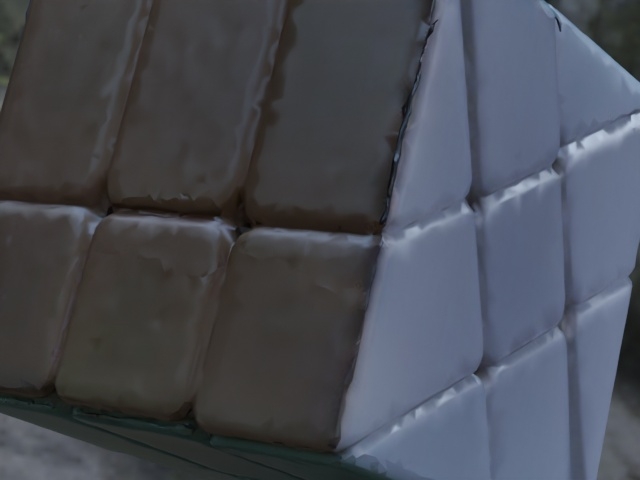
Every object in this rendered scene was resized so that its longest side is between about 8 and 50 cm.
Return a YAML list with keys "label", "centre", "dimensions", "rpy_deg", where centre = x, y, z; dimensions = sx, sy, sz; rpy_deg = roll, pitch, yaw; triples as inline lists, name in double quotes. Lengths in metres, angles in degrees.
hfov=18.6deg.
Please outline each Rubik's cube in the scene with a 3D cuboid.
- label: "Rubik's cube"
  centre: [0.000, 0.000, 0.884]
  dimensions: [0.224, 0.221, 0.231]
  rpy_deg: [5, -14, 34]
